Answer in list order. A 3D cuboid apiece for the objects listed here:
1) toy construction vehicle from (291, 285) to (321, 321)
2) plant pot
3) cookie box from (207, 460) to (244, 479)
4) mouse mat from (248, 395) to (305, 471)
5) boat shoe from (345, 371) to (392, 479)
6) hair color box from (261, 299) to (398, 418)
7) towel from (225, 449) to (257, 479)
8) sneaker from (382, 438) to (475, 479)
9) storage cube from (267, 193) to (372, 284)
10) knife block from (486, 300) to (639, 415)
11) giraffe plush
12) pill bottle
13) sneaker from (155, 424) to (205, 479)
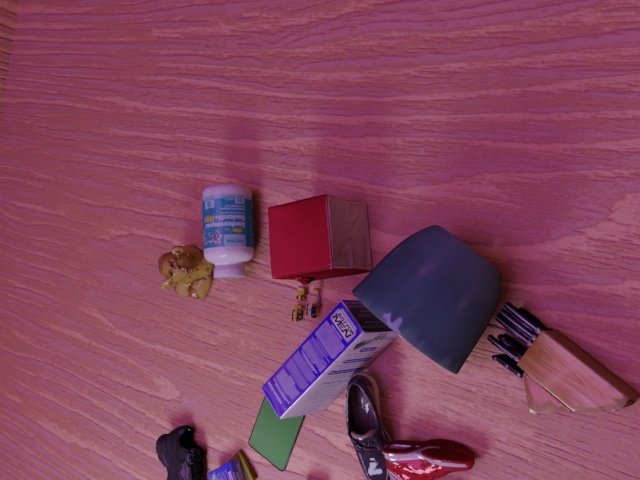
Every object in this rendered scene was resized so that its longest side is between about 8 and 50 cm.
[{"bbox_3d":[-0.036,0.175,1.950,0.086,0.035,0.098,1,84,49],"label":"toy construction vehicle"},{"bbox_3d":[0.255,0.110,1.578,0.293,0.293,0.235,40,95,33],"label":"plant pot"},{"bbox_3d":[-0.266,0.690,2.048,0.107,0.040,0.091,-36,61,33],"label":"cookie box"},{"bbox_3d":[-0.124,0.526,2.001,0.153,0.007,0.189,28,104,36],"label":"mouse mat"},{"bbox_3d":[0.111,0.468,1.750,0.103,0.092,0.285,-11,88,24],"label":"boat shoe"},{"bbox_3d":[0.028,0.295,1.789,0.339,0.185,0.110,-48,60,24],"label":"hair color box"},{"bbox_3d":[-0.274,0.719,2.094,0.237,0.021,0.102,-50,54,25],"label":"towel"},{"bbox_3d":[0.259,0.539,1.676,0.221,0.087,0.128,-2,107,33],"label":"sneaker"},{"bbox_3d":[0.000,0.000,1.839,0.193,0.184,0.214,-11,78,35],"label":"storage cube"},{"bbox_3d":[0.494,0.235,1.495,0.276,0.088,0.242,-14,78,37],"label":"knife block"},{"bbox_3d":[-0.412,0.086,2.158,0.210,0.170,0.181,-14,77,36],"label":"giraffe plush"},{"bbox_3d":[-0.265,-0.024,2.070,0.146,0.146,0.264,-8,81,37],"label":"pill bottle"},{"bbox_3d":[-0.396,0.683,2.133,0.130,0.109,0.286,-39,62,20],"label":"sneaker"}]
